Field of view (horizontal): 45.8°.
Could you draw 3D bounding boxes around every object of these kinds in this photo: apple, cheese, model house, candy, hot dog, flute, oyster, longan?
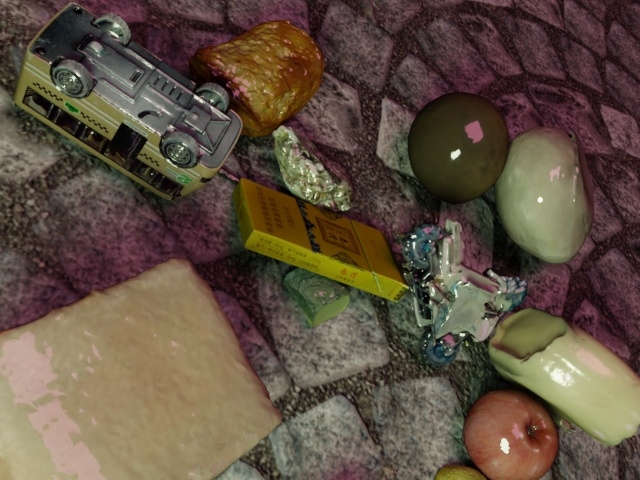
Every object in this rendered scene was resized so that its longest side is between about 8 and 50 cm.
[{"bbox_3d":[0.301,0.309,1.193,0.153,0.120,0.154,18,54,-27],"label":"apple"},{"bbox_3d":[0.398,0.222,1.234,0.233,0.266,0.127,43,85,-15],"label":"cheese"},{"bbox_3d":[-0.007,0.078,1.160,0.078,0.066,0.083,-26,62,-33],"label":"model house"},{"bbox_3d":[0.431,-0.085,1.478,0.295,0.185,0.296,-5,90,-66],"label":"candy"},{"bbox_3d":[-0.105,-0.269,1.262,0.175,0.114,0.259,48,45,4],"label":"hot dog"},{"bbox_3d":[-0.200,-0.136,1.172,0.269,0.014,0.014,31,49,-17],"label":"flute"},{"bbox_3d":[-0.008,-0.114,1.266,0.177,0.064,0.125,21,46,-39],"label":"oyster"},{"bbox_3d":[0.257,-0.180,1.419,0.196,0.196,0.220,29,47,-19],"label":"longan"}]

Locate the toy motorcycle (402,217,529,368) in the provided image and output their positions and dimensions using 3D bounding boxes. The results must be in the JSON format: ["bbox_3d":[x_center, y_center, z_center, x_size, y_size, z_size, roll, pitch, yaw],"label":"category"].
[{"bbox_3d":[0.238,0.072,1.219,0.203,0.239,0.108,-14,32,-12],"label":"toy motorcycle"}]

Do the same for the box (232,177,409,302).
[{"bbox_3d":[-0.001,0.000,1.181,0.278,0.041,0.153,20,27,-25],"label":"box"}]

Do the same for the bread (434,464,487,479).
[{"bbox_3d":[0.248,0.407,1.135,0.187,0.065,0.150,15,50,-27],"label":"bread"}]

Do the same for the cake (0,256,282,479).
[{"bbox_3d":[-0.226,0.189,0.801,0.308,0.237,0.230,-30,87,-46],"label":"cake"}]

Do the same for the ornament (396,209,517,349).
[{"bbox_3d":[0.245,0.045,1.344,0.236,0.080,0.202,48,50,-1],"label":"ornament"}]

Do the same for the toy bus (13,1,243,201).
[{"bbox_3d":[-0.265,-0.180,1.054,0.289,0.157,0.139,32,49,-15],"label":"toy bus"}]
